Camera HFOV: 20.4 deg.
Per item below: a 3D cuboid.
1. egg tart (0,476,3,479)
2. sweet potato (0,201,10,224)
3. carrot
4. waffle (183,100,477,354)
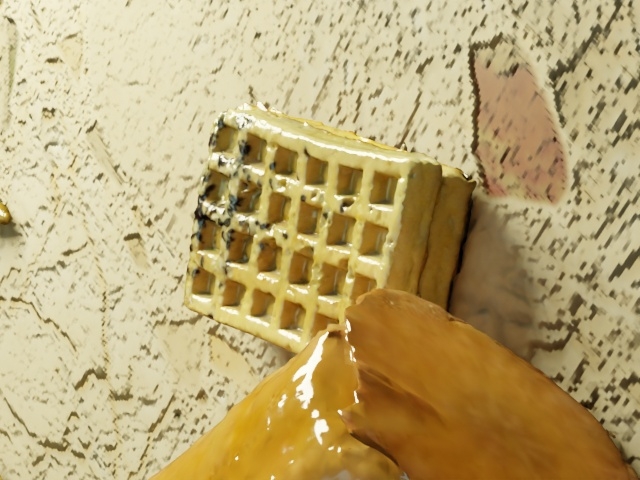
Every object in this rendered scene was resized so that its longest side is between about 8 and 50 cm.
[{"bbox_3d":[-0.313,0.249,1.016,0.351,0.153,0.339,-31,52,25],"label":"egg tart"},{"bbox_3d":[-0.209,-0.039,1.037,0.115,0.026,0.026,51,126,36],"label":"sweet potato"},{"bbox_3d":[-0.020,0.139,0.672,0.254,0.196,0.196,-53,51,32],"label":"carrot"},{"bbox_3d":[0.000,0.000,0.763,0.148,0.042,0.102,21,105,50],"label":"waffle"}]
